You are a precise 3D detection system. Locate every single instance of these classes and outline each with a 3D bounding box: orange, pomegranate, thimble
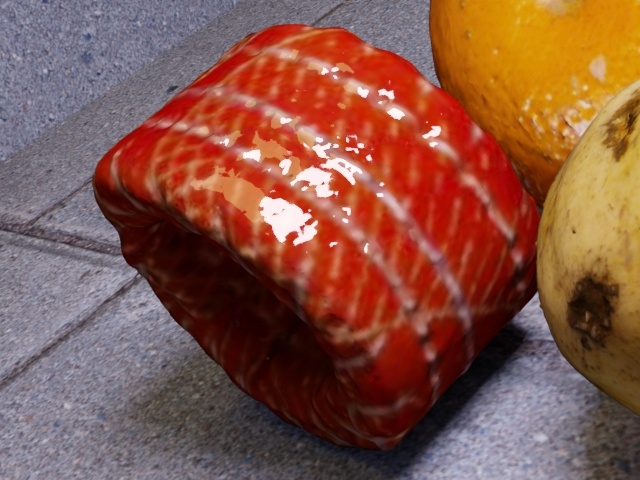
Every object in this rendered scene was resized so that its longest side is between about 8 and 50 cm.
[{"bbox_3d":[0.304,-0.200,1.063,0.424,0.423,0.326,-1,1,44],"label":"orange"},{"bbox_3d":[0.279,0.007,0.799,0.281,0.281,0.281,-22,24,10],"label":"pomegranate"},{"bbox_3d":[0.000,0.000,1.041,0.230,0.350,0.350,-44,29,-22],"label":"thimble"}]
